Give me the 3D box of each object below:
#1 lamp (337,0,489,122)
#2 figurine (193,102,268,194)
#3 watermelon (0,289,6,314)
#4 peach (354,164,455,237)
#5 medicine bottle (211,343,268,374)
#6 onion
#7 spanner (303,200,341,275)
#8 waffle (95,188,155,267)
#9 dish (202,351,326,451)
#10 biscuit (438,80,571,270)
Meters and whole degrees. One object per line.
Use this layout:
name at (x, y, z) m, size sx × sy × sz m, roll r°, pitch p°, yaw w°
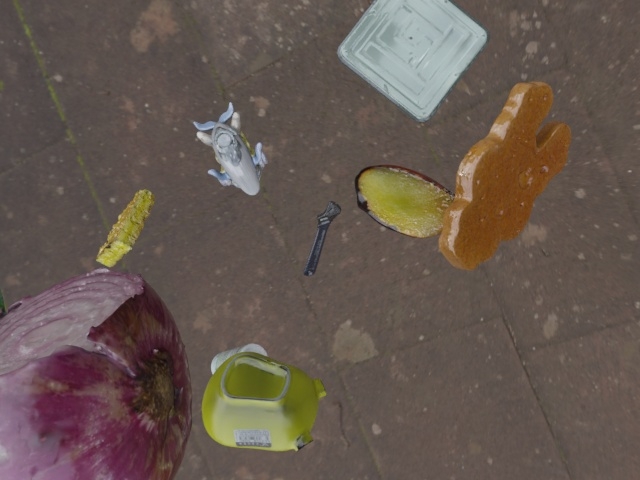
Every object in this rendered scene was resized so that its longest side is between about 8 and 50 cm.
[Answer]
lamp at (0.214, -0.450, 1.446) m, size 0.269 × 0.047 × 0.266 m, roll 37°, pitch 92°, yaw -5°
figurine at (-0.189, -0.193, 1.372) m, size 0.129 × 0.184 × 0.208 m, roll -27°, pitch 81°, yaw 0°
watermelon at (-0.499, 0.009, 0.638) m, size 0.302 × 0.264 × 0.151 m, roll 50°, pitch 135°, yaw 24°
peach at (0.172, -0.089, 1.182) m, size 0.189 × 0.279 × 0.068 m, roll 43°, pitch 67°, yaw -24°
medicine bottle at (-0.215, 0.325, 1.650) m, size 0.183 × 0.086 × 0.086 m, roll -26°, pitch 87°, yaw 54°
onion at (-0.177, 0.131, 0.446) m, size 0.201 × 0.207 × 0.200 m, roll -2°, pitch 99°, yaw -16°
spanner at (0.000, 0.000, 1.288) m, size 0.046 × 0.012 × 0.208 m, roll -1°, pitch 133°, yaw -21°
waffle at (-0.498, -0.044, 1.629) m, size 0.055 × 0.210 × 0.160 m, roll 33°, pitch 141°, yaw -22°
dish at (-0.127, 0.323, 1.325) m, size 0.263 × 0.221 × 0.108 m, roll 10°, pitch 137°, yaw 13°
biscuit at (0.306, -0.101, 1.050) m, size 0.047 × 0.202 × 0.333 m, roll 22°, pitch 74°, yaw 50°
